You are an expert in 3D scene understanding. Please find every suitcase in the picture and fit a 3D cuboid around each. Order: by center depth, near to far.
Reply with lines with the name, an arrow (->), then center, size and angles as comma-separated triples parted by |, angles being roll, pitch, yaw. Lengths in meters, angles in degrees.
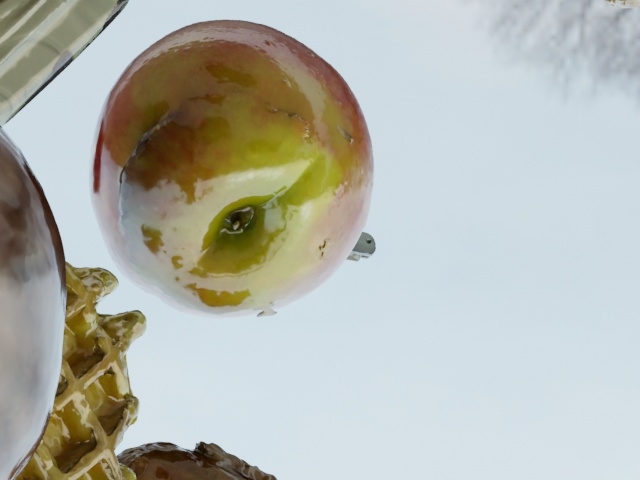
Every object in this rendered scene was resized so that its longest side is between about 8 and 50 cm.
suitcase -> -0.396, -0.210, 1.808 | 0.351, 0.194, 0.339 | 1, -139, 48

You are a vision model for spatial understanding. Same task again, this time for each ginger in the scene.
ginger -> -0.116, 0.332, 2.078 | 0.165, 0.321, 0.172 | -10, -147, 52

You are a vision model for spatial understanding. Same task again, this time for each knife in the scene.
knife -> 0.000, 0.000, 2.458 | 0.162, 0.044, 0.023 | 9, 161, -25

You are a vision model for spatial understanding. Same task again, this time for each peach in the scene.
peach -> -0.106, -0.085, 2.194 | 0.370, 0.370, 0.370 | 2, -162, -1

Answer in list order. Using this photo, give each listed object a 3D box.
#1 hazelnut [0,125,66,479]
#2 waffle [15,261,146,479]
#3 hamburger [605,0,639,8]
hazelnut -> -0.308, 0.021, 1.126 | 0.372, 0.372, 0.315 | 18, -129, 39
waffle -> -0.307, 0.162, 1.635 | 0.095, 0.379, 0.382 | -12, 159, 43
hamburger -> 0.259, -0.298, 1.466 | 0.163, 0.244, 0.244 | 29, -163, -7
